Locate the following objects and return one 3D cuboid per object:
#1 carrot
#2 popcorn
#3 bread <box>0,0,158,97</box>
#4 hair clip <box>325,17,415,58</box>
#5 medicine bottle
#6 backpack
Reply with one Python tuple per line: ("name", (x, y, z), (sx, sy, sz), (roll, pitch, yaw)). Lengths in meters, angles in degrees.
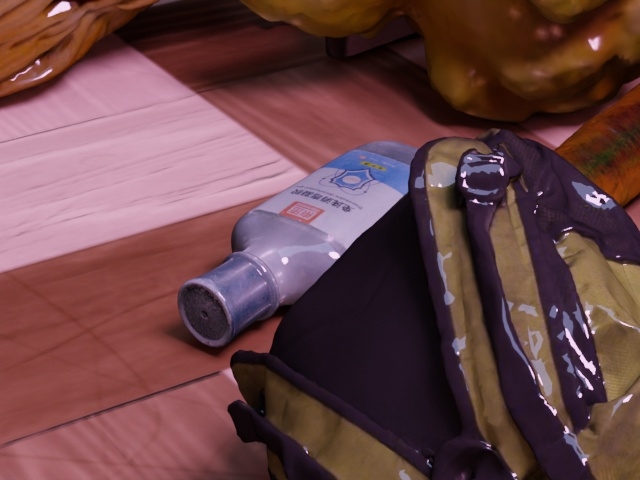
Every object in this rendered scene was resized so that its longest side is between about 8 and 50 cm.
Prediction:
("carrot", (0.180, -0.043, 1.160), (0.066, 0.066, 0.314), (21, 39, 33))
("popcorn", (0.135, -0.245, 1.253), (0.290, 0.325, 0.321), (6, 33, 41))
("bread", (-0.215, -0.246, 1.367), (0.370, 0.191, 0.314), (-20, 37, -23))
("hair clip", (0.109, -0.233, 1.466), (0.331, 0.085, 0.101), (-21, 32, -31))
("medicine bottle", (0.000, 0.000, 1.079), (0.090, 0.053, 0.208), (22, 36, 33))
("backpack", (0.068, 0.071, 0.810), (0.140, 0.207, 0.253), (34, 15, -29))
